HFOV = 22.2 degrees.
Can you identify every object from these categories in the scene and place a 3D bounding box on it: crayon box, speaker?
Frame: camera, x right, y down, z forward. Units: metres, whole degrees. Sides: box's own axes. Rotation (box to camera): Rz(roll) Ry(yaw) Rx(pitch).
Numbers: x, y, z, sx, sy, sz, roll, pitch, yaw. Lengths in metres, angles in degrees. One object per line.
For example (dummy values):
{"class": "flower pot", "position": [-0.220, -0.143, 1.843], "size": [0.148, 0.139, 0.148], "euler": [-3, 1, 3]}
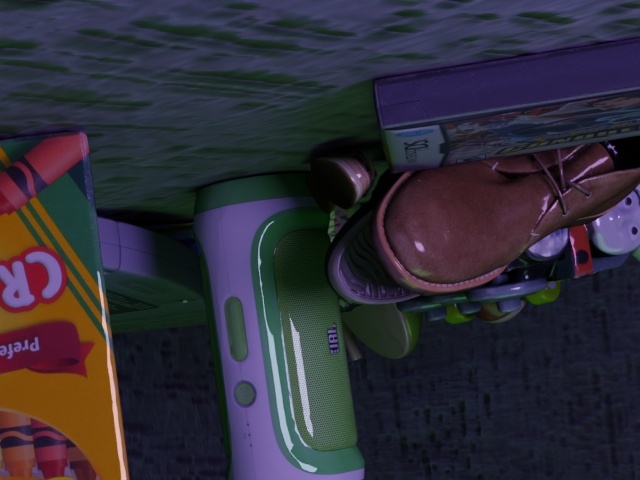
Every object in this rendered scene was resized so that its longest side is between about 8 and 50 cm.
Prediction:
{"class": "crayon box", "position": [-0.231, 0.099, 1.057], "size": [0.202, 0.318, 0.081], "euler": [-8, 175, -10]}
{"class": "speaker", "position": [-0.037, 0.095, 1.447], "size": [0.131, 0.296, 0.131], "euler": [-8, 175, -1]}

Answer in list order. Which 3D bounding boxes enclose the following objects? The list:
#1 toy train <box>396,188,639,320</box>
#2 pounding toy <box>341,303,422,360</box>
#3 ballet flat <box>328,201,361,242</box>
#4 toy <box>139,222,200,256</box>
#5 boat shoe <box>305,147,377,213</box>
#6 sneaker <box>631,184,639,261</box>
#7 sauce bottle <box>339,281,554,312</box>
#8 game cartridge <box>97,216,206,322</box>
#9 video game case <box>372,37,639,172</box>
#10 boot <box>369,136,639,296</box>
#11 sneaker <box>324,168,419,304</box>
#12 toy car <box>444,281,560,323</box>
{"class": "toy train", "position": [0.185, -0.007, 1.605], "size": [0.190, 0.142, 0.334], "euler": [-12, 179, -20]}
{"class": "pounding toy", "position": [0.081, 0.052, 2.121], "size": [0.110, 0.183, 0.237], "euler": [-34, -174, -22]}
{"class": "ballet flat", "position": [0.000, 0.000, 1.691], "size": [0.077, 0.079, 0.221], "euler": [-6, 174, -12]}
{"class": "toy", "position": [-0.154, 0.019, 1.786], "size": [0.137, 0.056, 0.237], "euler": [-8, 175, -16]}
{"class": "boat shoe", "position": [0.021, -0.054, 1.330], "size": [0.045, 0.050, 0.135], "euler": [-35, -175, -10]}
{"class": "sneaker", "position": [0.346, -0.036, 1.705], "size": [0.129, 0.111, 0.297], "euler": [9, 160, 14]}
{"class": "sauce bottle", "position": [0.167, 0.014, 1.849], "size": [0.344, 0.111, 0.111], "euler": [-13, 174, 13]}
{"class": "game cartridge", "position": [-0.235, 0.033, 1.612], "size": [0.198, 0.062, 0.297], "euler": [-13, 165, 18]}
{"class": "video game case", "position": [0.177, -0.096, 1.141], "size": [0.275, 0.035, 0.248], "euler": [-8, 175, 3]}
{"class": "boot", "position": [0.164, -0.045, 1.294], "size": [0.305, 0.112, 0.115], "euler": [-22, 173, -41]}
{"class": "sneaker", "position": [0.063, -0.009, 1.373], "size": [0.222, 0.083, 0.118], "euler": [-33, -165, -36]}
{"class": "toy car", "position": [0.178, 0.002, 1.976], "size": [0.155, 0.149, 0.188], "euler": [-17, 142, 39]}
